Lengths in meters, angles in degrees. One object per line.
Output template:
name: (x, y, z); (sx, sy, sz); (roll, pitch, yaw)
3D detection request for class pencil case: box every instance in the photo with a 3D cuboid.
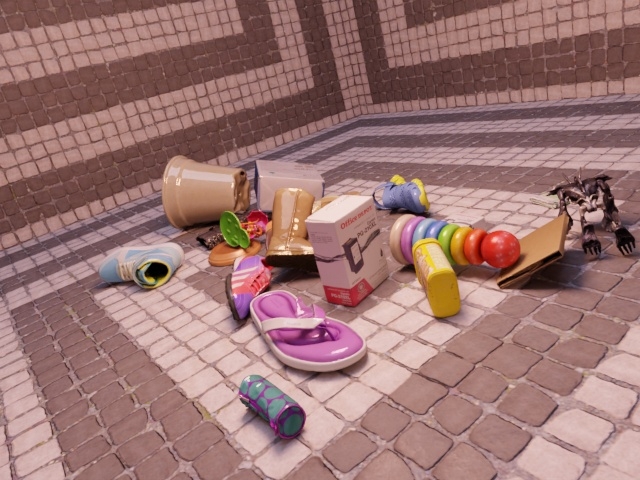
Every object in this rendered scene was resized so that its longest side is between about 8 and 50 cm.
pencil case: (-0.093, 0.304, 0.900); (0.070, 0.065, 0.151); (-10, 14, -36)

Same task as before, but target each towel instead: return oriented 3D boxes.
towel: (0.749, -0.141, 1.522); (0.151, 0.023, 0.113); (-20, 22, -12)

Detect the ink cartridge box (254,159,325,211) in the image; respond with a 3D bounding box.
ink cartridge box: (-0.145, -0.243, 2.090); (0.269, 0.151, 0.395); (3, 22, -11)

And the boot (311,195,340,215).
boot: (-0.045, -0.078, 1.782); (0.261, 0.095, 0.203); (-9, 19, 32)

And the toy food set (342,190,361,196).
toy food set: (0.130, -0.186, 2.054); (0.082, 0.020, 0.083); (-3, 24, 28)

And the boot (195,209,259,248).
boot: (-0.353, -0.032, 1.926); (0.229, 0.091, 0.262); (-35, 24, -31)

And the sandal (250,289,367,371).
sandal: (-0.062, 0.184, 1.129); (0.169, 0.102, 0.416); (-27, 24, -28)

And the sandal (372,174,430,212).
sandal: (0.282, -0.151, 1.745); (0.138, 0.126, 0.317); (-22, 14, -9)

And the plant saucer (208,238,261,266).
plant saucer: (-0.315, 0.033, 1.776); (0.199, 0.037, 0.200); (-13, 21, 5)

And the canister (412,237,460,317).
canister: (0.268, 0.084, 1.132); (0.073, 0.126, 0.170); (-13, 23, 5)

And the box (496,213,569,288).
box: (0.505, 0.023, 1.156); (0.164, 0.021, 0.201); (-40, 2, 39)

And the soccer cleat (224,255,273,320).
soccer cleat: (-0.198, 0.121, 1.388); (0.116, 0.109, 0.318); (-10, 19, 1)

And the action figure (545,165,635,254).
action figure: (0.675, -0.069, 1.233); (0.163, 0.141, 0.276); (-10, 37, 17)

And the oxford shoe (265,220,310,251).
oxford shoe: (0.000, 0.000, 1.586); (0.363, 0.130, 0.133); (-7, 52, 7)

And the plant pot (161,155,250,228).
plant pot: (-0.489, -0.211, 2.188); (0.305, 0.334, 0.334); (2, 24, 11)

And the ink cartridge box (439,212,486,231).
ink cartridge box: (0.387, -0.022, 1.405); (0.150, 0.063, 0.109); (-26, 24, -27)

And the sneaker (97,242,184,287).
sneaker: (-0.653, 0.101, 1.709); (0.318, 0.127, 0.208); (-15, 20, 2)

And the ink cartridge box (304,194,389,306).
ink cartridge box: (0.074, 0.022, 1.259); (0.100, 0.238, 0.172); (5, 28, 41)

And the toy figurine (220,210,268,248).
toy figurine: (-0.249, -0.051, 1.767); (0.159, 0.130, 0.173); (-20, 41, -41)

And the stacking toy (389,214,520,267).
stacking toy: (0.343, 0.007, 1.238); (0.330, 0.141, 0.141); (5, 28, 46)

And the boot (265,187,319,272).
boot: (-0.045, -0.042, 1.496); (0.235, 0.089, 0.270); (7, 52, 1)
